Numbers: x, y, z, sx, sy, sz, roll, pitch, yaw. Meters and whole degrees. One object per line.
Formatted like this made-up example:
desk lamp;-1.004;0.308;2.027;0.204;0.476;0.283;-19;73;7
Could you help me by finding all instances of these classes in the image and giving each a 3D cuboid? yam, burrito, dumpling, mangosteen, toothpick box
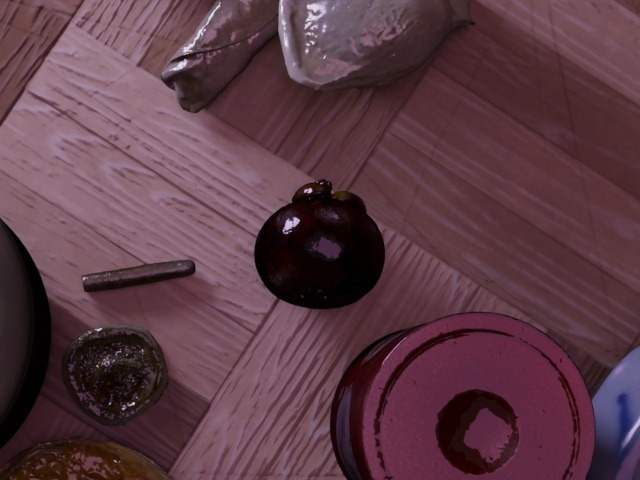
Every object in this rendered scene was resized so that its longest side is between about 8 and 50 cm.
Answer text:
yam;-0.183;0.035;1.805;0.116;0.021;0.021;-8;86;-4
burrito;-0.063;-0.249;1.820;0.082;0.059;0.275;43;83;-18
dumpling;0.045;-0.236;1.793;0.216;0.126;0.166;-32;85;-5
mangosteen;0.000;0.000;1.779;0.140;0.140;0.140;0;85;-4
toothpick box;0.120;0.173;1.658;0.204;0.333;0.204;0;84;-3

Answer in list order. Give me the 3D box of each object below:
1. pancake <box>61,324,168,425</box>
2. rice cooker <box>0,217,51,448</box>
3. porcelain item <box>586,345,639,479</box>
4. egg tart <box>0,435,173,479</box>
pancake;-0.205;0.131;1.797;0.108;0.017;0.108;0;89;-5
rice cooker;-0.413;0.085;1.630;0.335;0.325;0.335;0;85;-4
porcelain item;0.358;0.232;1.748;0.242;0.178;0.405;38;84;-2
egg tart;-0.232;0.304;1.723;0.234;0.094;0.234;2;59;-4
